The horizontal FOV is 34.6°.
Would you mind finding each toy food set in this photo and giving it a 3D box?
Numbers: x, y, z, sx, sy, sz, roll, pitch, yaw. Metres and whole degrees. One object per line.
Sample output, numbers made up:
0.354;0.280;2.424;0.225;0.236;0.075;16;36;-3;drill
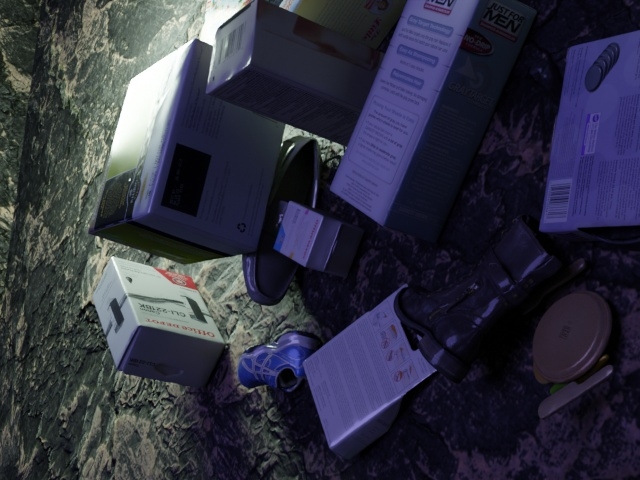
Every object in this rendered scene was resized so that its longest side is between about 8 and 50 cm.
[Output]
0.310;0.123;1.265;0.132;0.038;0.192;-41;33;34;toy food set

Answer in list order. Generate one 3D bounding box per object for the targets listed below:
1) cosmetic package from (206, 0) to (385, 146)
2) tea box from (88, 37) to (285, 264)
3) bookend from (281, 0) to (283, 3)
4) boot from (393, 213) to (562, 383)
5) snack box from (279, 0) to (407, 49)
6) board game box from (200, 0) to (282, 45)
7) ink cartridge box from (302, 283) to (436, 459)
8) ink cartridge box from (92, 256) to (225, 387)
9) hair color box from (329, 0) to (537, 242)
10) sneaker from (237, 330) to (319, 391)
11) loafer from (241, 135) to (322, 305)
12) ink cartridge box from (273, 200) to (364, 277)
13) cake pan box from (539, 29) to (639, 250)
-0.025;-0.277;1.732;0.153;0.296;0.129;-21;57;51;cosmetic package
-0.244;-0.149;1.907;0.323;0.220;0.329;-8;65;58;tea box
-0.051;-0.451;2.072;0.157;0.072;0.156;-27;53;51;bookend
0.219;0.059;1.398;0.229;0.091;0.263;-52;21;9;boot
0.054;-0.427;1.783;0.322;0.187;0.060;-52;37;31;snack box
-0.181;-0.490;2.315;0.305;0.053;0.193;-10;68;56;board game box
0.086;0.200;1.584;0.224;0.056;0.181;-38;42;17;ink cartridge box
-0.335;0.166;2.106;0.114;0.197;0.273;-62;33;18;ink cartridge box
0.165;-0.207;1.573;0.185;0.113;0.374;38;109;57;hair color box
-0.082;0.224;1.789;0.211;0.080;0.081;-35;45;48;sneaker
-0.066;-0.040;1.861;0.111;0.112;0.319;-18;60;63;loafer
0.000;0.000;1.757;0.143;0.090;0.092;29;101;57;ink cartridge box
0.385;-0.123;1.228;0.245;0.070;0.267;-6;70;59;cake pan box
